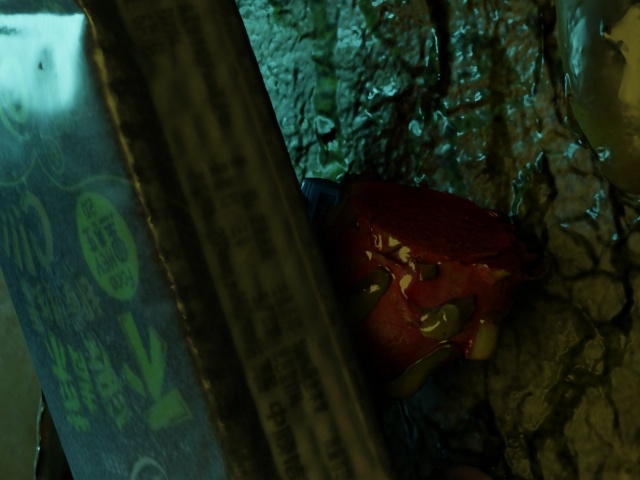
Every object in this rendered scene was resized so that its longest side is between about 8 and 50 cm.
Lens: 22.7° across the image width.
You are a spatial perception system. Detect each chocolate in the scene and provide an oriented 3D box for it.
[{"bbox_3d":[-0.237,0.101,1.252,0.161,0.083,0.261,31,118,34],"label":"chocolate"}]

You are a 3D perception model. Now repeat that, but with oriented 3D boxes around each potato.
[{"bbox_3d":[0.197,-0.139,0.954,0.117,0.090,0.226,-1,81,44],"label":"potato"}]

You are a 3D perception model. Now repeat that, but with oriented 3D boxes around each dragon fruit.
[{"bbox_3d":[0.042,0.030,1.033,0.207,0.133,0.150,-25,74,37],"label":"dragon fruit"}]

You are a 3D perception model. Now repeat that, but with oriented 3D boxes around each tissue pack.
[{"bbox_3d":[-0.113,0.017,1.024,0.288,0.124,0.394,-8,102,61],"label":"tissue pack"}]

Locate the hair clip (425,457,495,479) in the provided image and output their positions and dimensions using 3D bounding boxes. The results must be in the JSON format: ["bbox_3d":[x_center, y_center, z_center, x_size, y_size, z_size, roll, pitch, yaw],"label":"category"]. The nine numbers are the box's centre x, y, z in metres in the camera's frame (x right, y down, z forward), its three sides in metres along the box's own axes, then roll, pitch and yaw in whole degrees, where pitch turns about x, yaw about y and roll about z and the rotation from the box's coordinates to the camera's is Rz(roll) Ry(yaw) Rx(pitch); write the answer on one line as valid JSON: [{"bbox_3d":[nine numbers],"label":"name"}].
[{"bbox_3d":[0.120,0.311,0.991,0.095,0.110,0.359,-18,66,-8],"label":"hair clip"}]

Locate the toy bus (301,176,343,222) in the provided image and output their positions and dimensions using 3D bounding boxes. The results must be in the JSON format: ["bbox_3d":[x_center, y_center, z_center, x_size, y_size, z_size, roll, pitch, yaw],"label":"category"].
[{"bbox_3d":[0.000,0.000,1.119,0.046,0.038,0.083,20,99,31],"label":"toy bus"}]
